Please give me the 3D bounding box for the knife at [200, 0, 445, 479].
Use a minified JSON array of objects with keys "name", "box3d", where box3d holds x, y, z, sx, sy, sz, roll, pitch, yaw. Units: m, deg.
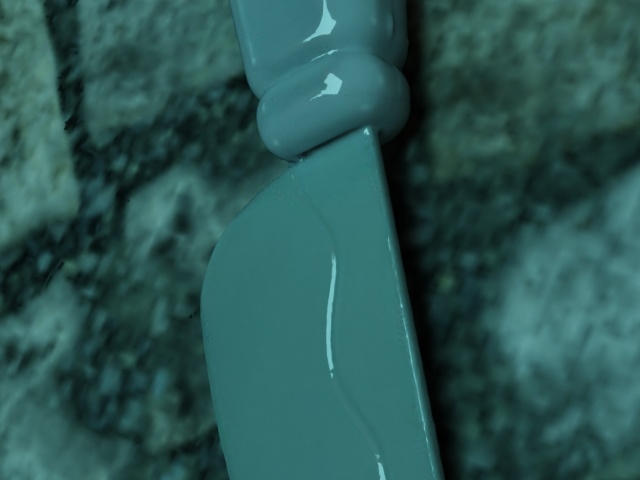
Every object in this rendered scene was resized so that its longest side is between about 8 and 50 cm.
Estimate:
[{"name":"knife","box3d":[-0.002,0.000,0.470,0.080,0.044,0.331,-18,64,30]}]
